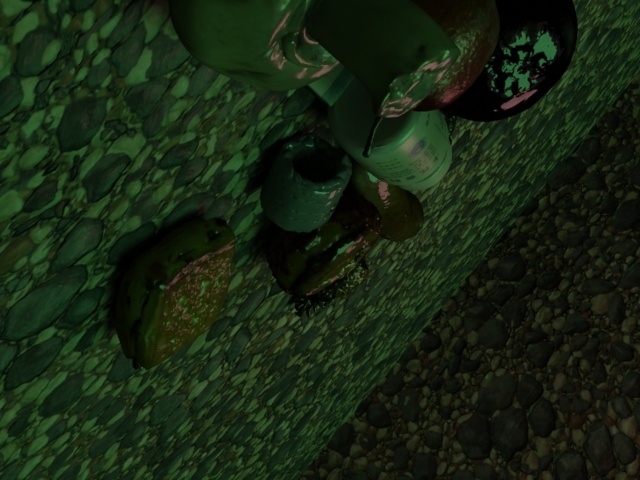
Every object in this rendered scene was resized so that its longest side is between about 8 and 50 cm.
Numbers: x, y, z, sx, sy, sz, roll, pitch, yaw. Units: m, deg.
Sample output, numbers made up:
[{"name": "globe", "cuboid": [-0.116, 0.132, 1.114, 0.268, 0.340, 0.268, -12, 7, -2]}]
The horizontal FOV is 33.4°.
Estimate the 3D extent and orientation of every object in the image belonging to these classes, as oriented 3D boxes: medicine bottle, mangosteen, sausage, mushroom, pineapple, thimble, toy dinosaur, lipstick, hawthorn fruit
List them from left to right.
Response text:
[{"name": "lipstick", "cuboid": [-0.030, -0.276, 1.542, 0.068, 0.066, 0.317, -51, 162, 4]}, {"name": "thimble", "cuboid": [-0.024, -0.099, 1.815, 0.151, 0.127, 0.118, -50, 171, -49]}, {"name": "mushroom", "cuboid": [0.007, -0.270, 1.209, 0.314, 0.336, 0.314, -35, 157, -17]}, {"name": "pineapple", "cuboid": [0.015, 0.101, 2.387, 0.197, 0.108, 0.108, -41, 164, 8]}, {"name": "sausage", "cuboid": [0.131, -0.084, 2.226, 0.501, 0.123, 0.136, 37, 64, -71]}, {"name": "medicine bottle", "cuboid": [0.132, -0.189, 1.868, 0.170, 0.170, 0.293, -51, 157, 2]}, {"name": "hawthorn fruit", "cuboid": [0.158, -0.309, 1.615, 0.231, 0.263, 0.235, -7, 153, 2]}, {"name": "toy dinosaur", "cuboid": [0.286, -0.222, 2.400, 0.179, 0.087, 0.187, -26, 152, -50]}, {"name": "mangosteen", "cuboid": [0.292, -0.364, 1.857, 0.297, 0.293, 0.297, -18, 149, -11]}]

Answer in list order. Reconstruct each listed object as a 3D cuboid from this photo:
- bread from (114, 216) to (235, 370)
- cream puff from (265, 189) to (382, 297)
[{"name": "bread", "cuboid": [-0.240, 0.081, 1.715, 0.210, 0.099, 0.235, -36, 152, -44]}, {"name": "cream puff", "cuboid": [-0.001, 0.000, 2.021, 0.240, 0.164, 0.240, -37, 176, -3]}]
